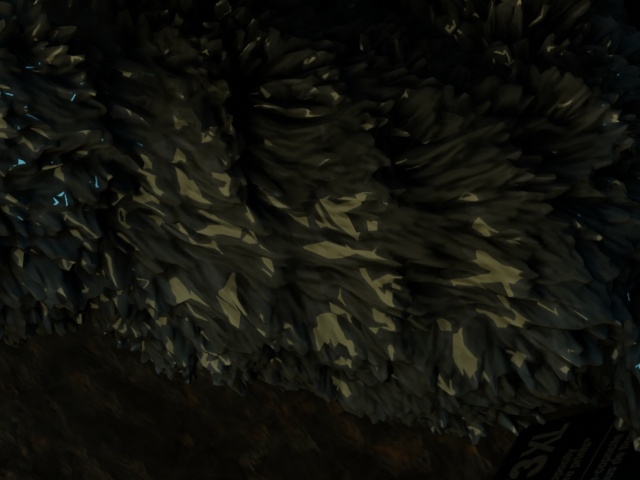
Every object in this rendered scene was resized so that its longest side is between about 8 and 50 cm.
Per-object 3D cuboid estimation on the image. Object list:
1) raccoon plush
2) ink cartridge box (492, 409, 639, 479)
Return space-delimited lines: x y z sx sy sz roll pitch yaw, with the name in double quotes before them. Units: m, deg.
"raccoon plush" 0.000 0.000 0.547 0.446 0.299 0.216 26 123 42
"ink cartridge box" 0.147 0.150 0.747 0.069 0.175 0.371 48 140 -13
